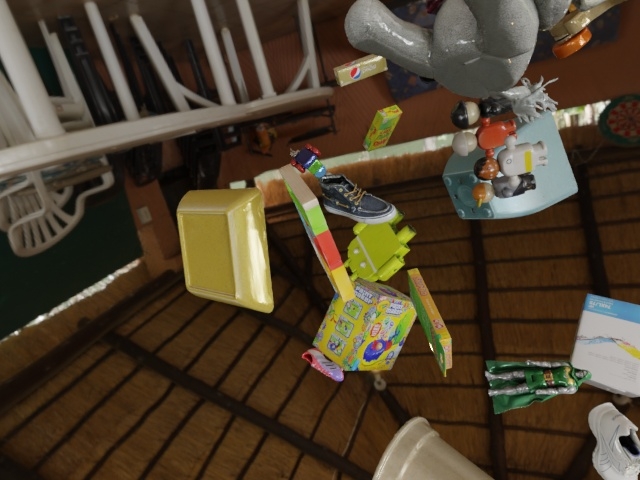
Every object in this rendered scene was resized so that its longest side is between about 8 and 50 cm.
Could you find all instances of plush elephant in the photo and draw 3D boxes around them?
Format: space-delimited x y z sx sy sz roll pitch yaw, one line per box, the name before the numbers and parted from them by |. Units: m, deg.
plush elephant | 0.255 -0.357 0.590 0.330 0.255 0.272 22 173 -29

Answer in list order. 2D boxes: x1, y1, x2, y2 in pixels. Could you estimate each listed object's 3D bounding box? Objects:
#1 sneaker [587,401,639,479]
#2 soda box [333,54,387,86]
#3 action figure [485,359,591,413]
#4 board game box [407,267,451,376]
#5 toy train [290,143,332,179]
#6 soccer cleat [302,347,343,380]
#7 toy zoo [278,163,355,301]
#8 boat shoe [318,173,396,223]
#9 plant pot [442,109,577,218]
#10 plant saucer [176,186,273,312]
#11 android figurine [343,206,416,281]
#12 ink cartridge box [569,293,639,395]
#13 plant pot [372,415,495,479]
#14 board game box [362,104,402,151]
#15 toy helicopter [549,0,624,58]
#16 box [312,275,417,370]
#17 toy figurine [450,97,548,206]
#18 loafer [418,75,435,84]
sneaker | 0.896 0.642 1.242 0.111 0.297 0.129 -21 -169 -3
soda box | 0.143 -0.615 1.489 0.181 0.058 0.061 -21 -146 -1
action figure | 0.531 0.341 1.018 0.232 0.063 0.137 -18 -128 27
board game box | 0.277 0.201 1.049 0.039 0.124 0.259 -13 -140 3
toy train | -0.038 -0.301 1.649 0.105 0.143 0.248 -47 -153 4
soccer cleat | 0.012 0.597 1.975 0.095 0.083 0.248 -11 -153 -34
toy zoo | 0.000 0.000 0.870 0.030 0.293 0.192 -26 -147 -4
boat shoe | 0.074 -0.093 0.905 0.183 0.083 0.065 14 -129 35
plant pot | 0.502 -0.183 1.176 0.252 0.247 0.248 -30 -167 -17
plant saucer | -0.283 0.029 1.137 0.333 0.332 0.081 3 -168 39
android figurine | 0.183 0.022 1.357 0.273 0.056 0.248 -44 -135 24
ink cartridge box | 0.946 0.345 1.359 0.197 0.270 0.198 14 167 31
plant pot | 0.351 0.729 1.166 0.305 0.333 0.334 18 -145 40
board game box | 0.234 -0.426 1.590 0.092 0.043 0.181 -25 159 -26
toy helicopter | 0.643 -0.540 0.886 0.235 0.140 0.355 -40 -166 11
box | 0.171 0.299 1.493 0.177 0.279 0.290 28 -173 42
toy figurine | 0.373 -0.196 0.900 0.148 0.209 0.213 -14 164 13
loafer | 0.228 -0.365 0.855 0.078 0.076 0.223 -40 -143 3
